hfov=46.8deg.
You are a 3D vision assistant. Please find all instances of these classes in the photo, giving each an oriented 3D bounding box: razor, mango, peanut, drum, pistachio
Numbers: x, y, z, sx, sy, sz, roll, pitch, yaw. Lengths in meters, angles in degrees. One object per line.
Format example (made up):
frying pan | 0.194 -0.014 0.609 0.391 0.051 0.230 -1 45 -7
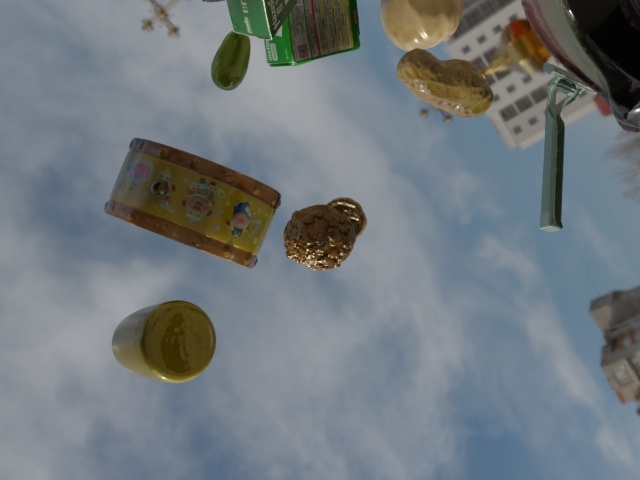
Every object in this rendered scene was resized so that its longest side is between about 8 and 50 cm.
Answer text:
razor | 0.398 -0.152 1.249 0.111 0.056 0.277 15 -98 -28
mango | -0.236 -0.484 1.996 0.089 0.163 0.117 27 -178 16
peanut | 0.251 -0.318 1.483 0.226 0.108 0.095 16 -157 -23
drum | -0.327 -0.093 1.907 0.431 0.431 0.214 23 -93 -46
pistachio | 0.232 -0.580 1.780 0.214 0.194 0.317 42 -151 -48

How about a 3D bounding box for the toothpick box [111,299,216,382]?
toothpick box | -0.362 0.227 1.648 0.175 0.271 0.174 6 -100 -33

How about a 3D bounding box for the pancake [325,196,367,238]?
pancake | 0.068 -0.059 2.318 0.158 0.158 0.028 57 -171 -5

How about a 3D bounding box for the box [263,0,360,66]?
box | -0.024 -0.518 1.754 0.250 0.103 0.180 -23 -65 -36

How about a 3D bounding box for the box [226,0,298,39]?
box | -0.097 -0.443 1.183 0.199 0.081 0.135 77 -147 -54

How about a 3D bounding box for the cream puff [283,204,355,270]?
cream puff | 0.000 0.000 1.631 0.115 0.165 0.150 -117 10 -55

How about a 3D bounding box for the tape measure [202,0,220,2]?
tape measure | -0.185 -0.677 1.771 0.120 0.236 0.197 83 175 -62

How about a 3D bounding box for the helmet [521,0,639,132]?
helmet | 0.348 -0.241 0.669 0.271 0.197 0.338 59 178 -29
